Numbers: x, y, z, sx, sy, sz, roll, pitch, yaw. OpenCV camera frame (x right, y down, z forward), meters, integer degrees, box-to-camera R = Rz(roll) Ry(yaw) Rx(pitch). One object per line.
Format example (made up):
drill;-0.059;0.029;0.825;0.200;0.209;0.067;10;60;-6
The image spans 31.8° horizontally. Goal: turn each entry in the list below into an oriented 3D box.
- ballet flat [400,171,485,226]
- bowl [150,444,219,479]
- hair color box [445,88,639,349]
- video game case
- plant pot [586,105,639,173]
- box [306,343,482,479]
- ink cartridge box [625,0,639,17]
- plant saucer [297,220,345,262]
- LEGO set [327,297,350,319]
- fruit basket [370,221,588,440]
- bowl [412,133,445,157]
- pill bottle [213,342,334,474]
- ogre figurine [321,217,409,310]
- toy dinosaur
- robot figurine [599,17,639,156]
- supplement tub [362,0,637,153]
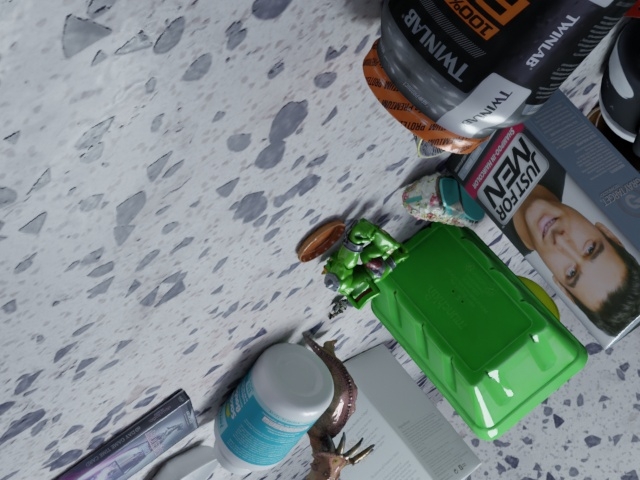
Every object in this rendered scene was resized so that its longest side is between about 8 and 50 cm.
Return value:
ballet flat;0.190;-0.064;1.775;0.077;0.091;0.241;-13;169;23
bowl;-0.264;0.445;2.132;0.142;0.053;0.142;-19;154;-47
hair color box;0.369;-0.047;1.648;0.113;0.374;0.185;-28;159;-33
video game case;-0.322;0.355;1.832;0.274;0.026;0.196;-34;162;-15
plant pot;0.603;-0.212;2.117;0.165;0.167;0.167;-36;165;-39
box;0.143;0.438;2.460;0.168;0.345;0.215;-19;154;-50
ink cartridge box;0.468;-0.357;1.452;0.179;0.145;0.045;-42;122;-16
plant saucer;0.000;0.000;1.619;0.083;0.013;0.083;-35;163;-12
LEGO set;0.031;0.116;1.975;0.054;0.023;0.083;-23;170;-37
fruit basket;0.298;0.156;2.033;0.283;0.392;0.392;-39;163;-2
bowl;0.160;-0.186;1.366;0.170;0.080;0.170;-35;162;-13
pill bottle;-0.095;0.307;1.974;0.146;0.146;0.264;-21;155;-46
ogre figurine;0.065;0.036;1.708;0.118;0.097;0.197;-51;176;4
toy dinosaur;0.022;0.307;2.045;0.127;0.200;0.296;-10;123;-23
robot figurine;0.552;-0.265;1.822;0.209;0.174;0.278;-34;162;-10
supplement tub;0.190;-0.245;1.086;0.193;0.193;0.316;-15;150;-54
